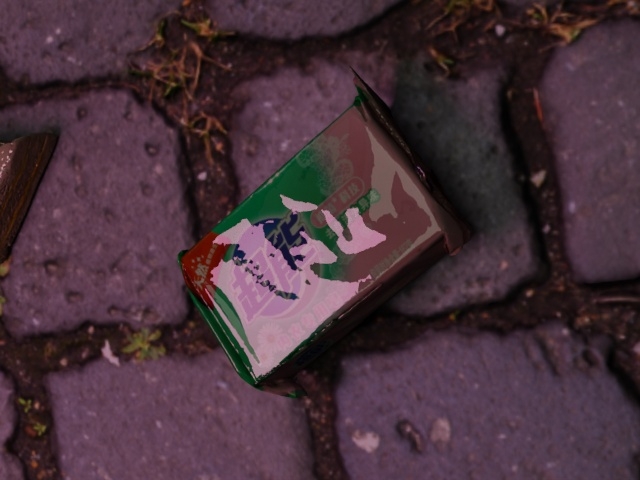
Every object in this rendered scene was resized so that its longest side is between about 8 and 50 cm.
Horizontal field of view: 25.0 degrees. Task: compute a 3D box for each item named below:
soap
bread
[{"bbox_3d":[0.001,0.000,1.406,0.273,0.098,0.218,-40,71,22],"label":"soap"},{"bbox_3d":[-0.347,-0.041,1.588,0.105,0.077,0.152,0,96,28],"label":"bread"}]
